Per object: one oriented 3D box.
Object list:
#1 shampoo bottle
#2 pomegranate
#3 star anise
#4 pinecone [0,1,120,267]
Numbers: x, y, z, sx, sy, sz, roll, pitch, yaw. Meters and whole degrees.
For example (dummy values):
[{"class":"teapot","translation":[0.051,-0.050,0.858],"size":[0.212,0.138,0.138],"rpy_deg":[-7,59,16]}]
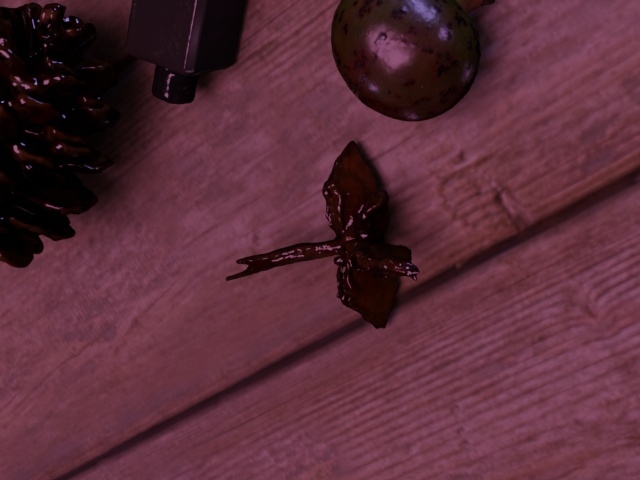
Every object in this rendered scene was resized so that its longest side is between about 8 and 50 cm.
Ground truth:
[{"class":"shampoo bottle","translation":[-0.111,-0.242,0.951],"size":[0.079,0.080,0.246],"rpy_deg":[23,114,22]},{"class":"pomegranate","translation":[0.072,-0.160,0.859],"size":[0.130,0.130,0.130],"rpy_deg":[8,109,25]},{"class":"star anise","translation":[0.000,0.009,0.945],"size":[0.140,0.144,0.158],"rpy_deg":[108,147,-56]},{"class":"pinecone","translation":[-0.298,-0.099,1.015],"size":[0.224,0.224,0.272],"rpy_deg":[41,99,11]}]
